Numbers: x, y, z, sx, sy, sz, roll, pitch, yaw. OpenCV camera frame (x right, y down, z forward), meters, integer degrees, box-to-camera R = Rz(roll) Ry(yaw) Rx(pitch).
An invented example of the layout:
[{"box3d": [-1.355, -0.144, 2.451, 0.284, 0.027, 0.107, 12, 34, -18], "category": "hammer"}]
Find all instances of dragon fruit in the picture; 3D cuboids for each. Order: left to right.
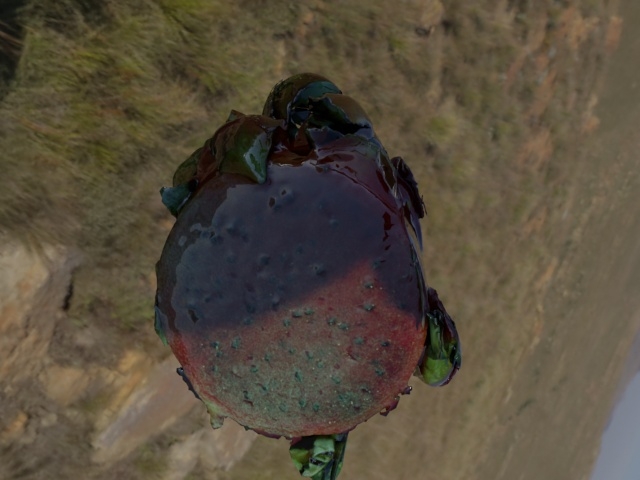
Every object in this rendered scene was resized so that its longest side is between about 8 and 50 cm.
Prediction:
[{"box3d": [0.000, 0.000, 0.346, 0.142, 0.138, 0.175, 114, -7, -46], "category": "dragon fruit"}]
